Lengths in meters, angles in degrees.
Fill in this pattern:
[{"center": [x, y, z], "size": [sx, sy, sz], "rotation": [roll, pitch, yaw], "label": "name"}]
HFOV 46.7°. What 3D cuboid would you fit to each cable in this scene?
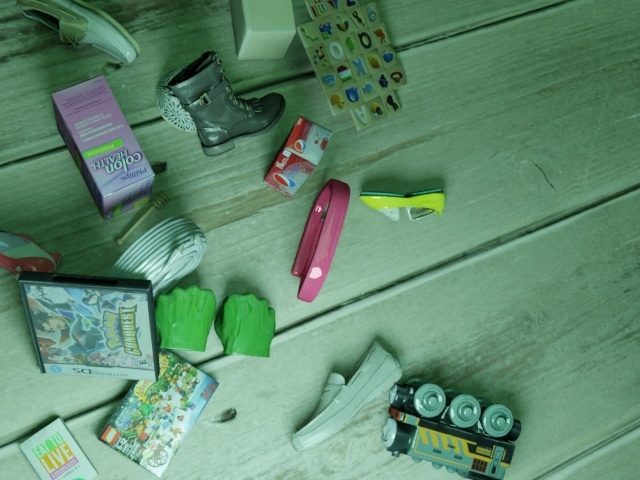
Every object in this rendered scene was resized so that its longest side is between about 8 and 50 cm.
[{"center": [-0.352, 0.057, 1.562], "size": [0.257, 0.257, 0.089], "rotation": [-42, 85, -3], "label": "cable"}]

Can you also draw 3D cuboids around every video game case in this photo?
[{"center": [-0.456, 0.179, 1.490], "size": [0.248, 0.275, 0.035], "rotation": [5, 40, -2], "label": "video game case"}]

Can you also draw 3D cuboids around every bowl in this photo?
[{"center": [-0.304, -0.351, 1.756], "size": [0.170, 0.080, 0.170], "rotation": [3, 77, -14], "label": "bowl"}]

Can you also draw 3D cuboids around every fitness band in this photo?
[{"center": [0.000, 0.000, 1.694], "size": [0.054, 0.209, 0.291], "rotation": [19, 74, -12], "label": "fitness band"}]

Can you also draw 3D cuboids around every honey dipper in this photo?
[{"center": [-0.407, -0.048, 1.690], "size": [0.030, 0.030, 0.161], "rotation": [41, 75, -4], "label": "honey dipper"}]

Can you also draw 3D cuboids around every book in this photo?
[{"center": [-0.544, 0.456, 1.541], "size": [0.096, 0.035, 0.144], "rotation": [-35, 90, -16], "label": "book"}]

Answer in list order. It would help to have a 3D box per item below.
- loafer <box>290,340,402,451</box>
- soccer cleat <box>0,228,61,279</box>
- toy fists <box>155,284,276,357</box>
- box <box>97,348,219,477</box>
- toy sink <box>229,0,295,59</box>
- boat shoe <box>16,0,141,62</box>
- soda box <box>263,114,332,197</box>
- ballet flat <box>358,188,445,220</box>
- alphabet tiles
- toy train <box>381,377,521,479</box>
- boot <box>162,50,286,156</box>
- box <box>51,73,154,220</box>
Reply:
[{"center": [0.047, 0.354, 1.689], "size": [0.319, 0.112, 0.111], "rotation": [-36, 84, -27], "label": "loafer"}, {"center": [-0.679, 0.009, 1.584], "size": [0.248, 0.083, 0.095], "rotation": [30, 42, -2], "label": "soccer cleat"}, {"center": [-0.231, 0.178, 1.642], "size": [0.279, 0.096, 0.142], "rotation": [9, 80, -22], "label": "toy fists"}, {"center": [-0.349, 0.368, 1.604], "size": [0.159, 0.044, 0.233], "rotation": [33, 72, -6], "label": "box"}, {"center": [-0.144, -0.582, 1.814], "size": [0.131, 0.153, 0.234], "rotation": [-6, 79, -17], "label": "toy sink"}, {"center": [-0.557, -0.491, 1.707], "size": [0.302, 0.113, 0.103], "rotation": [34, 72, 5], "label": "boat shoe"}, {"center": [-0.057, -0.187, 1.690], "size": [0.083, 0.263, 0.092], "rotation": [26, 72, -8], "label": "soda box"}, {"center": [0.207, -0.088, 1.847], "size": [0.230, 0.077, 0.077], "rotation": [-3, 96, -18], "label": "ballet flat"}, {"center": [0.085, -0.459, 1.852], "size": [0.285, 0.011, 0.343], "rotation": [-31, 102, -37], "label": "alphabet tiles"}, {"center": [0.304, 0.443, 1.727], "size": [0.333, 0.142, 0.190], "rotation": [18, 83, -11], "label": "toy train"}, {"center": [-0.211, -0.335, 1.703], "size": [0.263, 0.229, 0.091], "rotation": [-37, 46, -18], "label": "boot"}, {"center": [-0.470, -0.194, 1.605], "size": [0.117, 0.213, 0.243], "rotation": [-27, 87, -19], "label": "box"}]
